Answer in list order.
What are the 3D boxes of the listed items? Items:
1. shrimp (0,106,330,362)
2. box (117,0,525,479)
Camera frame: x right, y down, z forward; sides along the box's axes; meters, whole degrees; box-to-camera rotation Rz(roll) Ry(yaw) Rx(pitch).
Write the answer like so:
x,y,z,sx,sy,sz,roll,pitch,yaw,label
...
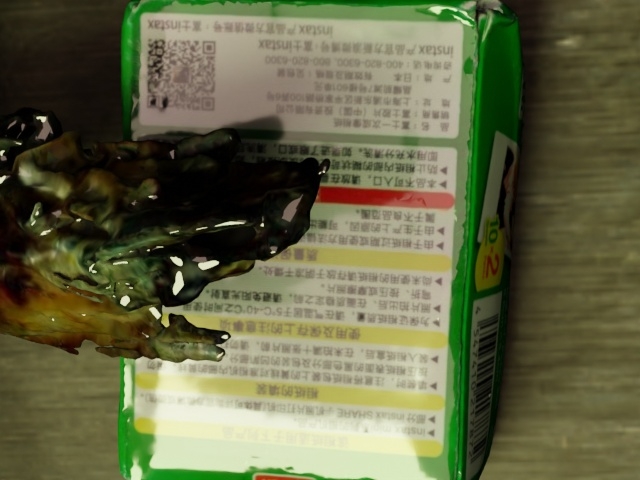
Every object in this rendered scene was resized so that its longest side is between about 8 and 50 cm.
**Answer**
x,y,z,sx,sy,sz,roll,pitch,yaw,label
-0.140,-0.072,0.591,0.364,0.071,0.233,7,96,41,shrimp
0.000,0.000,0.632,0.180,0.103,0.250,4,97,8,box
